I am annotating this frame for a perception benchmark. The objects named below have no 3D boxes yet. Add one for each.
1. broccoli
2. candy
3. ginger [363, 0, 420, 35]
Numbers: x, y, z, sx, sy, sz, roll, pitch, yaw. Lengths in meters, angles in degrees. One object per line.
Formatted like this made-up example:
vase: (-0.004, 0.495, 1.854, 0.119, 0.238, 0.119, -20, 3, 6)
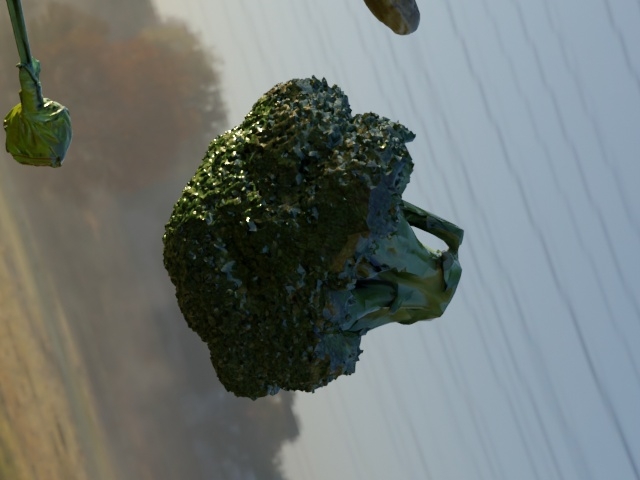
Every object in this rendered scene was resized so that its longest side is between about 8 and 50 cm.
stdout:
broccoli: (0.000, 0.000, 1.269, 0.308, 0.275, 0.308, -165, -90, -76)
candy: (-0.324, -0.188, 1.559, 0.262, 0.073, 0.077, 88, 22, -45)
ginger: (0.013, -0.332, 1.412, 0.294, 0.086, 0.131, 60, -18, -9)
